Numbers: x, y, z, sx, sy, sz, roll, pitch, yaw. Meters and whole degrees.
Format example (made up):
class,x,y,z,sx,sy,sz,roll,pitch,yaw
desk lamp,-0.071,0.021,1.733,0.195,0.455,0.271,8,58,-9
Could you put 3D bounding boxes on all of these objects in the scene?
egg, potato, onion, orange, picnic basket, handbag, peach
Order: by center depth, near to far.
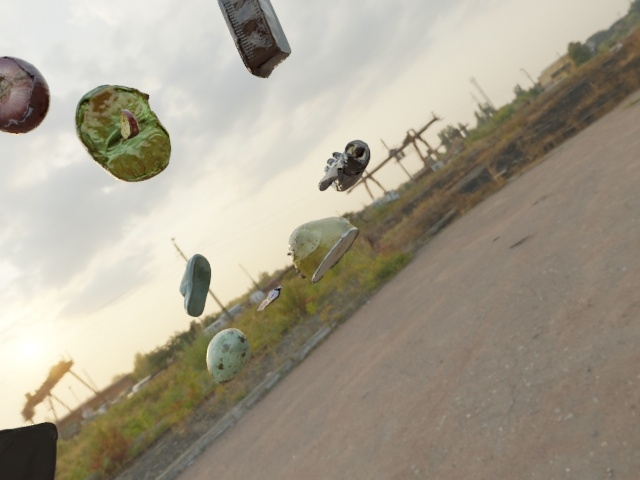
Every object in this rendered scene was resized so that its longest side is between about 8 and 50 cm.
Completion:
class,x,y,z,sx,sy,sz,roll,pitch,yaw
handbag,-0.777,0.645,1.307,0.074,0.332,0.191,-5,-10,30
onion,-0.939,-0.437,1.556,0.248,0.248,0.161,-36,-12,-12
peach,-0.587,-0.358,1.566,0.050,0.083,0.077,-27,4,-40
orange,-0.674,-0.352,1.722,0.196,0.335,0.263,-8,38,41
picnic basket,-0.211,-0.722,1.754,0.129,0.297,0.222,-21,7,22
potato,0.000,0.000,2.009,0.299,0.196,0.246,-41,-15,-35
egg,-0.368,0.462,2.028,0.169,0.169,0.231,-29,-43,-77

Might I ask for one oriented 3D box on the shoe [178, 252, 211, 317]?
class,x,y,z,sx,sy,sz,roll,pitch,yaw
shoe,-0.499,0.179,2.002,0.100,0.251,0.103,-14,-24,39

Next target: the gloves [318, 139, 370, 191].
class,x,y,z,sx,sy,sz,roll,pitch,yaw
gloves,0.067,-0.210,1.509,0.142,0.119,0.285,-35,7,-16

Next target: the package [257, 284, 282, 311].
class,x,y,z,sx,sy,sz,roll,pitch,yaw
package,-0.159,0.188,1.657,0.110,0.033,0.077,-45,22,38
